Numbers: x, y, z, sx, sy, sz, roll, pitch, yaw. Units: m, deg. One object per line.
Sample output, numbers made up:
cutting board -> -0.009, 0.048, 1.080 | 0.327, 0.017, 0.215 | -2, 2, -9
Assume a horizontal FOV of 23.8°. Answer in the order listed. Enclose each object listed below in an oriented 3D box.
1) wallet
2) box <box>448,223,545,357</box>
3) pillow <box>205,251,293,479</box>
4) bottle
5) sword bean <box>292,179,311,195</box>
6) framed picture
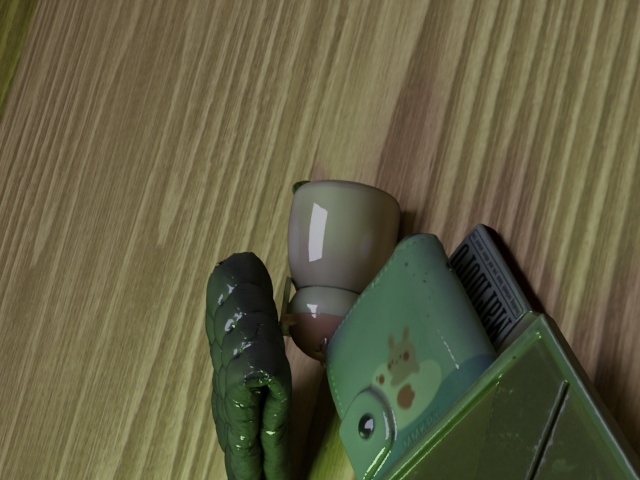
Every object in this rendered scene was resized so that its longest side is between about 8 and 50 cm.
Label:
wallet -> 0.115, 0.192, 1.781 | 0.252, 0.083, 0.360 | -50, 44, 30
box -> 0.197, 0.075, 1.816 | 0.115, 0.036, 0.177 | -56, 32, 23
pillow -> -0.092, 0.198, 2.003 | 0.326, 0.101, 0.228 | 87, 169, -45
bottle -> 0.021, 0.050, 2.014 | 0.147, 0.148, 0.236 | -16, 61, 54
sword bean -> 0.000, -0.001, 2.191 | 0.043, 0.038, 0.269 | -30, 40, 12
framed picture -> 0.173, 0.339, 1.601 | 0.446, 0.028, 0.326 | -49, 50, 30
